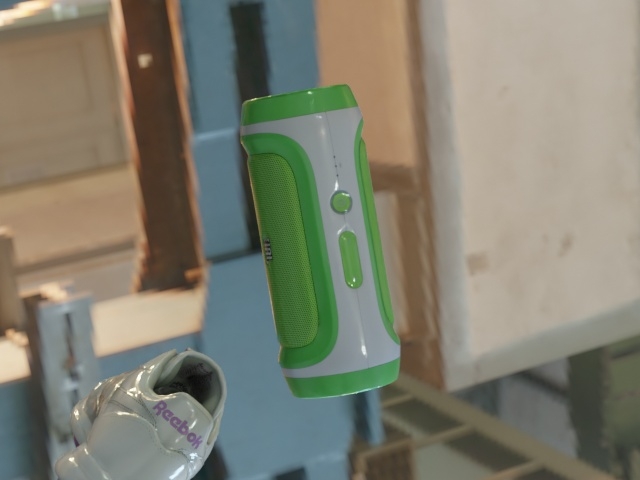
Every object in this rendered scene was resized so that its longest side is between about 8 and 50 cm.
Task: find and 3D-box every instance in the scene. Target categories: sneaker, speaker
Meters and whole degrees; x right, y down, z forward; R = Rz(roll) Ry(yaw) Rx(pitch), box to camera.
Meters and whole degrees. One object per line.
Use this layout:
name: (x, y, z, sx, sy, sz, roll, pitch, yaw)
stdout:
sneaker: (-0.130, 0.155, 1.418, 0.114, 0.152, 0.305, 44, 2, -9)
speaker: (0.000, 0.000, 1.695, 0.131, 0.131, 0.296, -2, -82, 62)
